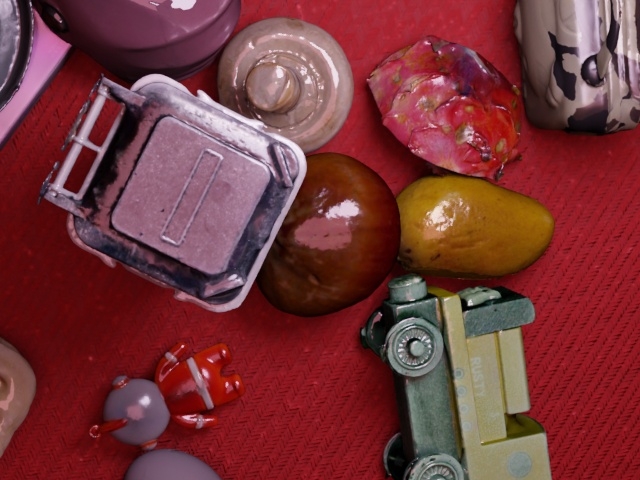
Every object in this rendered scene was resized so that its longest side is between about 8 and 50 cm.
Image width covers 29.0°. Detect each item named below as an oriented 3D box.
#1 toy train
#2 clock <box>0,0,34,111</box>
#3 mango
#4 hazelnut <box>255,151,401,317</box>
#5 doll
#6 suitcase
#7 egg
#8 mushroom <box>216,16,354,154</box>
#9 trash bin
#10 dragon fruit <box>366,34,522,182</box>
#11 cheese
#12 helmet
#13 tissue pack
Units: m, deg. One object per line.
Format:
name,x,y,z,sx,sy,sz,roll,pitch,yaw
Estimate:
toy train,0.211,0.236,1.895,0.253,0.160,0.397,-11,98,-11
clock,-0.539,-0.285,1.635,0.319,0.066,0.319,-10,107,-36
mango,0.227,-0.017,1.880,0.262,0.130,0.167,9,95,-12
hazelnut,0.000,0.000,1.810,0.217,0.217,0.251,21,118,-8
doll,-0.239,0.244,1.887,0.245,0.076,0.142,-25,96,-7
suitcase,0.381,-0.324,1.756,0.194,0.339,0.351,-6,97,-6
egg,-0.212,0.401,1.869,0.146,0.146,0.199,-44,105,0
mushroom,-0.050,-0.233,1.800,0.206,0.209,0.206,3,69,-8
trash bin,-0.208,-0.080,1.706,0.296,0.367,0.256,25,91,-10
dragon fruit,0.202,-0.188,1.826,0.274,0.161,0.126,30,136,-7
cheese,-0.538,0.238,1.828,0.235,0.117,0.218,-6,98,-12
helmet,-0.253,-0.381,1.722,0.338,0.197,0.271,47,68,-13
tissue pack,-0.477,-0.238,1.800,0.148,0.092,0.246,36,91,-10
